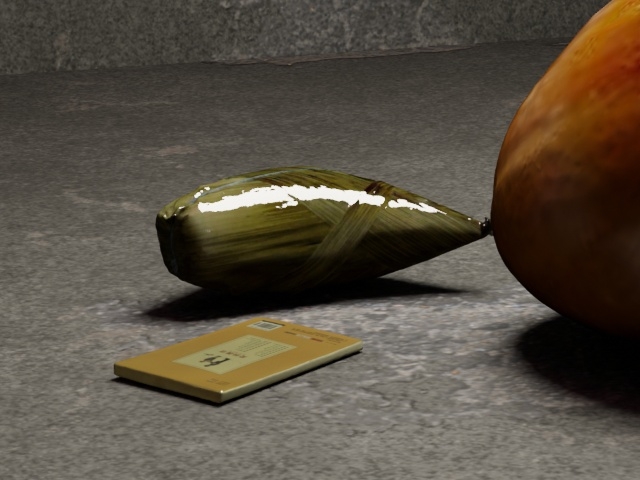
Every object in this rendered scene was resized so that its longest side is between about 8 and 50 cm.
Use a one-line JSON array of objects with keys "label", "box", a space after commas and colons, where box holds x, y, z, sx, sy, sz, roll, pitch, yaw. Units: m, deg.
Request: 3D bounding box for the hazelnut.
[{"label": "hazelnut", "box": [0.315, -0.057, 1.577, 0.372, 0.315, 0.372, -1, -23, -1]}]

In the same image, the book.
[{"label": "book", "box": [-0.064, 0.093, 1.573, 0.118, 0.012, 0.172, 10, 18, 40]}]

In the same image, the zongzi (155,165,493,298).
[{"label": "zongzi", "box": [0.000, 0.000, 1.741, 0.242, 0.112, 0.221, 9, 16, 34]}]
